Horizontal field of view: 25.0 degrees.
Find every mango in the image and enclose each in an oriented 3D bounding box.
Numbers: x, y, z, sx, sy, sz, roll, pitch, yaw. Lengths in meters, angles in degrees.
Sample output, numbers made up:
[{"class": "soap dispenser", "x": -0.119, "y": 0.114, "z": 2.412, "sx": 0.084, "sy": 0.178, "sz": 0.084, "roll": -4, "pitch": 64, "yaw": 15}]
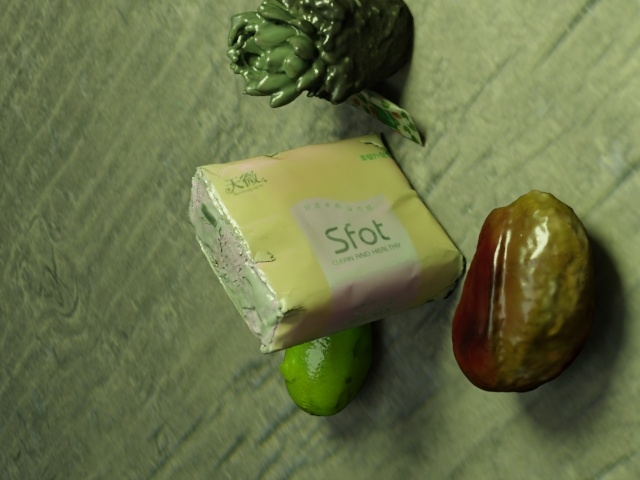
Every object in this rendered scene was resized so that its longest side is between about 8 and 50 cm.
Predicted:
[{"class": "mango", "x": 0.006, "y": 0.133, "z": 1.773, "sx": 0.119, "sy": 0.100, "sz": 0.178, "roll": 38, "pitch": 122, "yaw": 42}]

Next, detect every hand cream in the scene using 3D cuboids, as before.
[{"class": "hand cream", "x": 0.056, "y": -0.159, "z": 1.658, "sx": 0.165, "sy": 0.037, "sz": 0.057, "roll": 37, "pitch": 164, "yaw": 40}]

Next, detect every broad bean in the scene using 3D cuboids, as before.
[{"class": "broad bean", "x": 0.209, "y": 0.057, "z": 1.467, "sx": 0.156, "sy": 0.122, "sz": 0.229, "roll": -113, "pitch": 35, "yaw": -56}]

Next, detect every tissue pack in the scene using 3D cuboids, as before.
[{"class": "tissue pack", "x": 0.000, "y": 0.000, "z": 1.604, "sx": 0.215, "sy": 0.256, "sz": 0.123, "roll": 57, "pitch": 143, "yaw": 24}]

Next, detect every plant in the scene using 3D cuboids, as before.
[{"class": "plant", "x": -0.002, "y": -0.220, "z": 1.583, "sx": 0.132, "sy": 0.194, "sz": 0.129, "roll": 22, "pitch": 123, "yaw": 48}]
